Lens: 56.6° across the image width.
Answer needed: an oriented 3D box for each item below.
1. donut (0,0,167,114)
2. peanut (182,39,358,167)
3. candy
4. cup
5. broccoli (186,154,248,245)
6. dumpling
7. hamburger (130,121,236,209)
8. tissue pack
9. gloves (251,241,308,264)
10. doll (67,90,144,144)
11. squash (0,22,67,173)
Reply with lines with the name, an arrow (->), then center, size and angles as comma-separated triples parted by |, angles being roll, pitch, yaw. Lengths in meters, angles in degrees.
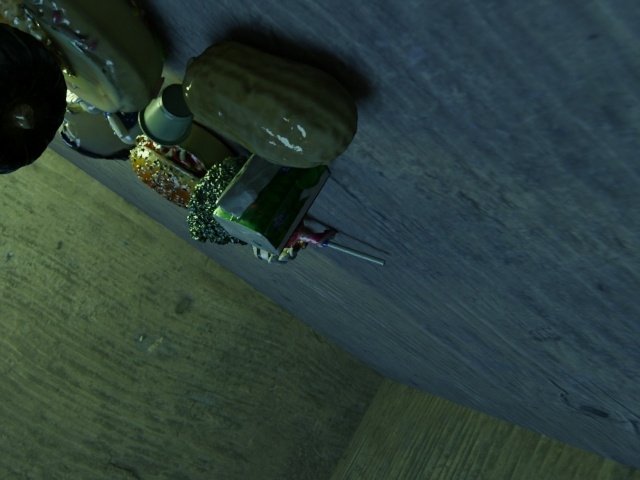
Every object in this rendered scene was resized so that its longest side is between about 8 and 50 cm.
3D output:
donut -> -0.432, -0.371, 1.102 | 0.307, 0.150, 0.371 | 43, 163, -34
peanut -> -0.091, -0.217, 0.916 | 0.340, 0.158, 0.174 | 31, -164, 21
candy -> 0.000, 0.000, 1.554 | 0.365, 0.124, 0.124 | 18, 162, 22
cup -> -0.323, -0.279, 1.287 | 0.120, 0.120, 0.141 | 36, 152, -15
broccoli -> -0.193, -0.085, 1.356 | 0.198, 0.226, 0.176 | 44, -152, 4
dumpling -> -0.687, -0.327, 1.769 | 0.204, 0.164, 0.293 | 12, 168, 42
hamburger -> -0.341, -0.179, 1.503 | 0.300, 0.176, 0.300 | 28, 166, 8
tissue pack -> -0.107, -0.106, 1.189 | 0.148, 0.209, 0.156 | 23, 163, 32
gloves -> -0.110, 0.007, 1.747 | 0.218, 0.140, 0.131 | 3, 170, 37
doll -> -0.525, -0.332, 1.495 | 0.119, 0.138, 0.293 | -22, 141, 21
squash -> -0.548, -0.233, 0.995 | 0.165, 0.252, 0.252 | 27, 165, 17
